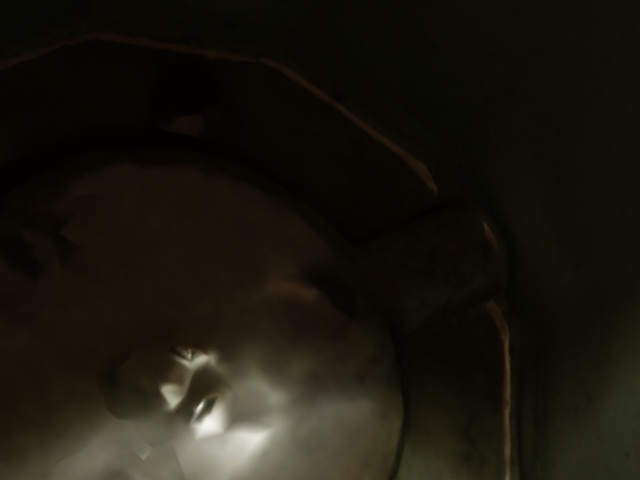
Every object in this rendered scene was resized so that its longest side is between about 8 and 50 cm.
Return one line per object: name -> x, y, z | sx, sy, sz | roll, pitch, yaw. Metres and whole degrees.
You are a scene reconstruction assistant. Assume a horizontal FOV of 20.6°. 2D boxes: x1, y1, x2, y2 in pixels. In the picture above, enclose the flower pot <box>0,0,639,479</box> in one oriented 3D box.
flower pot -> 0.000, 0.000, 0.300 | 0.290, 0.259, 0.290 | 5, 71, -14
